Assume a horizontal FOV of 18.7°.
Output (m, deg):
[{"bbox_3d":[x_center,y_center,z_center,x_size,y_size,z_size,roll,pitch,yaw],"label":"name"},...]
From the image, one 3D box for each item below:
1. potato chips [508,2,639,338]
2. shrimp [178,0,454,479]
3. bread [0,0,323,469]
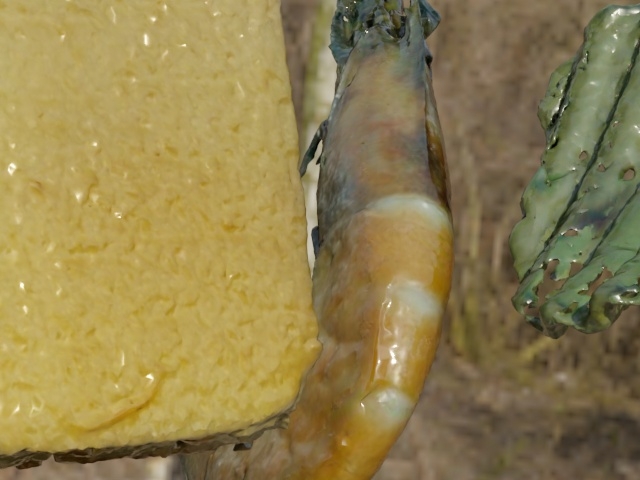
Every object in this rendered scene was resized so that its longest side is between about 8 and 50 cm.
[{"bbox_3d":[0.289,-0.075,1.220,0.373,0.097,0.389,-13,33,16],"label":"potato chips"},{"bbox_3d":[0.000,0.000,1.309,0.085,0.445,0.272,27,-37,-26],"label":"shrimp"},{"bbox_3d":[-0.104,-0.035,0.899,0.185,0.274,0.114,-1,-9,-33],"label":"bread"}]
